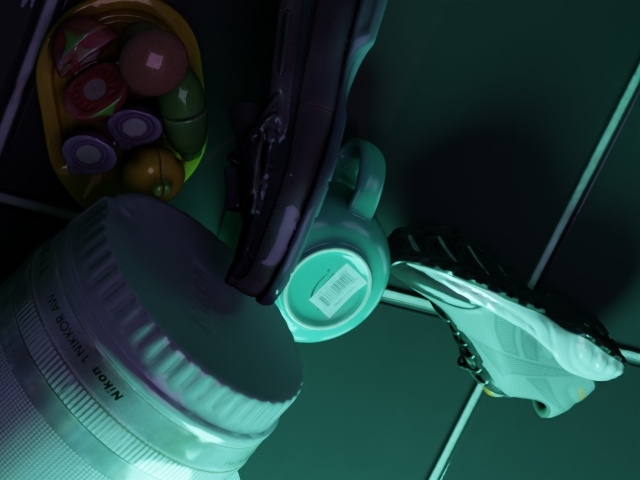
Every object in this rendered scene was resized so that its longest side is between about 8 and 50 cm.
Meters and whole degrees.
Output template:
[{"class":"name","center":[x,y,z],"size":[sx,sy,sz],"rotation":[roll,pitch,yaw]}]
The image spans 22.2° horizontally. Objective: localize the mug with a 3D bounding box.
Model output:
[{"class":"mug","center":[-0.008,0.005,1.309],"size":[0.129,0.097,0.158],"rotation":[-7,120,-17]}]

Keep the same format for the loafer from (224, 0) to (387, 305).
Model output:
[{"class":"loafer","center":[-0.028,-0.106,1.212],"size":[0.095,0.109,0.303],"rotation":[20,84,-12]}]

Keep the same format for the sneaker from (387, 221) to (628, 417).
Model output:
[{"class":"sneaker","center":[0.149,0.077,1.410],"size":[0.271,0.100,0.108],"rotation":[33,107,-32]}]

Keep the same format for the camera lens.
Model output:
[{"class":"camera lens","center":[-0.176,0.126,1.217],"size":[0.274,0.219,0.219],"rotation":[-42,124,19]}]

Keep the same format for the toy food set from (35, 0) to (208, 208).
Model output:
[{"class":"toy food set","center":[-0.143,-0.109,1.213],"size":[0.128,0.071,0.218],"rotation":[-14,121,-13]}]
